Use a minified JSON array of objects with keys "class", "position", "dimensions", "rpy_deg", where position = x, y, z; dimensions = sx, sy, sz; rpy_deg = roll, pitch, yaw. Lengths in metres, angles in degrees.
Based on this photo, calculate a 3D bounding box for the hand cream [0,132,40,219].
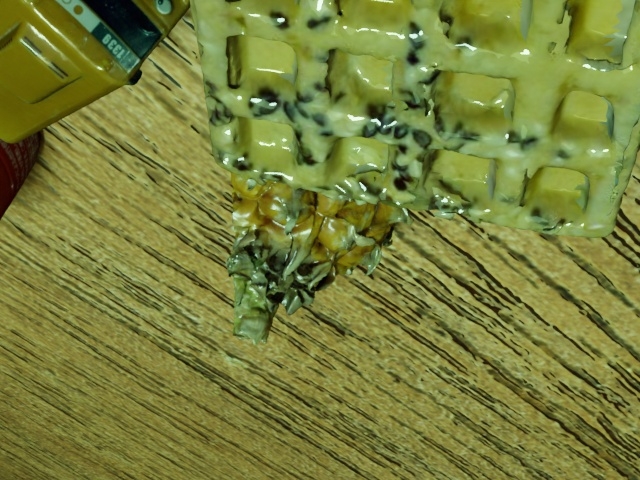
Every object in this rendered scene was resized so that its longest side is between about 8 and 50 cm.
[{"class":"hand cream","position":[-0.347,-0.078,0.765],"dimensions":[0.193,0.125,0.193],"rpy_deg":[12,142,10]}]

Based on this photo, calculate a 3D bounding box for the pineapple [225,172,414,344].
[{"class":"pineapple","position":[0.000,-0.004,0.685],"dimensions":[0.140,0.164,0.249],"rpy_deg":[4,138,7]}]

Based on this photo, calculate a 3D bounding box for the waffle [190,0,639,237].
[{"class":"waffle","position":[0.064,-0.163,0.423],"dimensions":[0.261,0.114,0.376],"rpy_deg":[9,143,8]}]

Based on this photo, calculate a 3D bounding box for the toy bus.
[{"class":"toy bus","position":[-0.180,-0.142,0.604],"dimensions":[0.098,0.114,0.201],"rpy_deg":[44,149,-26]}]
